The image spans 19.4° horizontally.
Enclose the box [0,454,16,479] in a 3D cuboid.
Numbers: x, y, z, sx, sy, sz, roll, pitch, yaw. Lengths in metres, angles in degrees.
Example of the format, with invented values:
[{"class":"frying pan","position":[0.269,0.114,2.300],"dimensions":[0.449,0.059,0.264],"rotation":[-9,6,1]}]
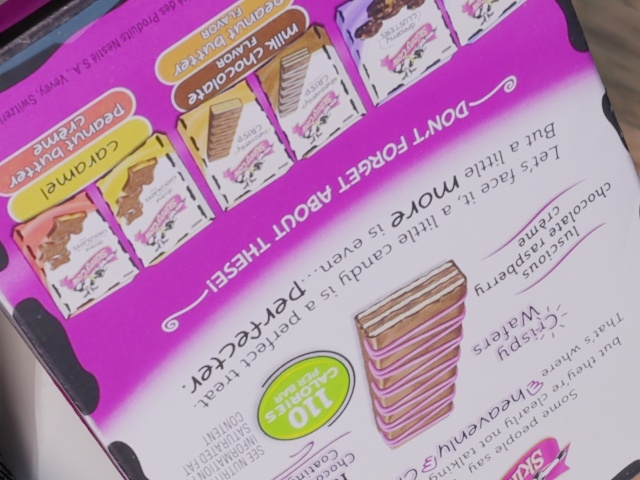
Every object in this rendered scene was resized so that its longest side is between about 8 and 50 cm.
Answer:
[{"class":"box","position":[-0.137,0.149,0.578],"dimensions":[0.163,0.142,0.247],"rotation":[-39,128,-4]}]

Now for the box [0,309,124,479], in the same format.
[{"class":"box","position":[-0.042,-0.066,0.544],"dimensions":[0.113,0.094,0.275],"rotation":[-6,119,-27]}]

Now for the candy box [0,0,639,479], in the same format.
[{"class":"candy box","position":[0.000,0.000,0.498],"dimensions":[0.159,0.071,0.233],"rotation":[-35,127,-10]}]
